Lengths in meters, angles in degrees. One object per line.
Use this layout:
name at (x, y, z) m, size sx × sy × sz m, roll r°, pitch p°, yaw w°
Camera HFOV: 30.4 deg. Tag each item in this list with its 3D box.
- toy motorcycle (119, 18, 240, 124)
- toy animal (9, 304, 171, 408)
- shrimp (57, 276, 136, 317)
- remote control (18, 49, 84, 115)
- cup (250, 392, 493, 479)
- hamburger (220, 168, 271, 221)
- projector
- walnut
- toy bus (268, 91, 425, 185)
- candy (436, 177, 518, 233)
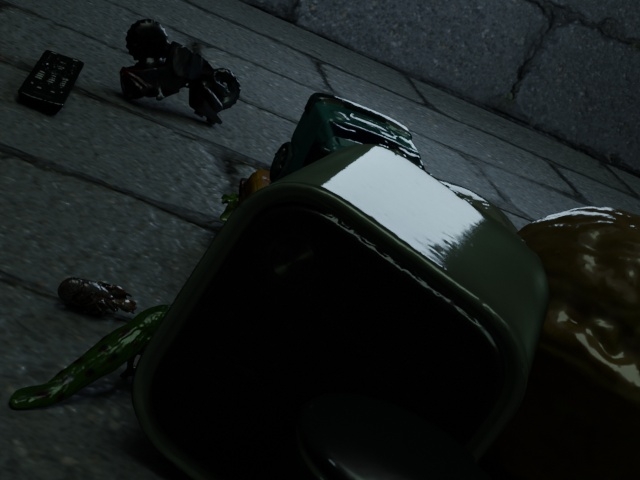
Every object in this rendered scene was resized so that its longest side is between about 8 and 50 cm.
toy motorcycle at (-0.218, -0.241, 1.791) m, size 0.213 × 0.122 × 0.082 m, roll 30°, pitch 1°, yaw -36°
toy animal at (-0.166, 0.102, 0.978) m, size 0.041 × 0.075 × 0.217 m, roll 33°, pitch 47°, yaw 28°
shrimp at (-0.202, 0.054, 1.094) m, size 0.038 × 0.029 × 0.092 m, roll 38°, pitch 17°, yaw 32°
remote control at (-0.373, -0.223, 1.636) m, size 0.063 × 0.025 × 0.245 m, roll 22°, pitch 19°, yaw -11°
cup at (0.043, 0.209, 0.770) m, size 0.223 × 0.176 × 0.169 m, roll 22°, pitch 15°, yaw -14°
hamburger at (-0.058, -0.023, 1.420) m, size 0.137 × 0.087 × 0.166 m, roll 23°, pitch 17°, yaw -9°
projector at (0.030, 0.082, 0.963) m, size 0.248 × 0.248 × 0.249 m, roll 36°, pitch 18°, yaw 6°
walnut at (0.287, 0.122, 1.166) m, size 0.344 × 0.306 × 0.306 m, roll 27°, pitch 16°, yaw 24°
toy bus at (0.000, 0.000, 1.166) m, size 0.128 × 0.256 × 0.147 m, roll 19°, pitch 22°, yaw -24°
candy at (0.146, 0.019, 1.441) m, size 0.296 × 0.185 × 0.295 m, roll 19°, pitch 17°, yaw -6°
